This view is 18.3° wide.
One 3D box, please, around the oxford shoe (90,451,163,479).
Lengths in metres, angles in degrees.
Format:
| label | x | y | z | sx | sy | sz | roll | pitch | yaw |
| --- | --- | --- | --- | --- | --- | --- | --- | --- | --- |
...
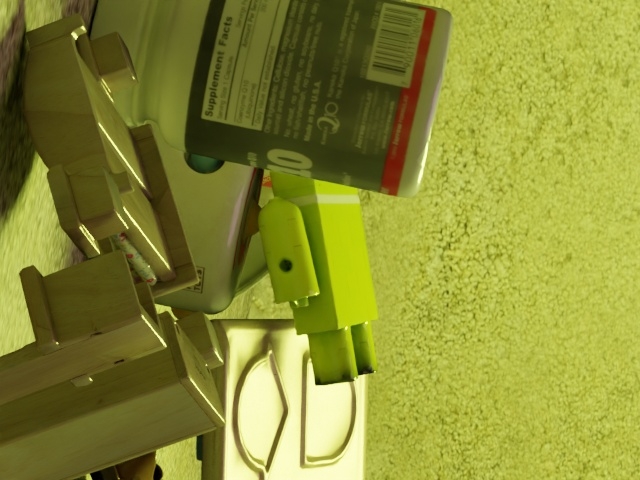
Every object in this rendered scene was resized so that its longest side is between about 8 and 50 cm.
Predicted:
| label | x | y | z | sx | sy | sz | roll | pitch | yaw |
| --- | --- | --- | --- | --- | --- | --- | --- | --- | --- |
| oxford shoe | -0.200 | 0.265 | 2.072 | 0.076 | 0.076 | 0.212 | 63 | -19 | 19 |

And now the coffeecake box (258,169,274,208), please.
| label | x | y | z | sx | sy | sz | roll | pitch | yaw |
| --- | --- | --- | --- | --- | --- | --- | --- | --- | --- |
| coffeecake box | -0.100 | -0.102 | 2.126 | 0.185 | 0.142 | 0.068 | -76 | 176 | -47 |

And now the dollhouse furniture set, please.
| label | x | y | z | sx | sy | sz | roll | pitch | yaw |
| --- | --- | --- | --- | --- | --- | --- | --- | --- | --- |
| dollhouse furniture set | -0.206 | -0.025 | 1.350 | 0.303 | 0.174 | 0.355 | 64 | 7 | -66 |

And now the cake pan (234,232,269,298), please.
| label | x | y | z | sx | sy | sz | roll | pitch | yaw |
| --- | --- | --- | --- | --- | --- | --- | --- | --- | --- |
| cake pan | -0.076 | -0.053 | 2.272 | 0.293 | 0.054 | 0.293 | -40 | -156 | 22 |

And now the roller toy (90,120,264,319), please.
| label | x | y | z | sx | sy | sz | roll | pitch | yaw |
| --- | --- | --- | --- | --- | --- | --- | --- | --- | --- |
| roller toy | -0.125 | -0.029 | 1.858 | 0.191 | 0.146 | 0.209 | 52 | 50 | -86 |

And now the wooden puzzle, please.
| label | x | y | z | sx | sy | sz | roll | pitch | yaw |
| --- | --- | --- | --- | --- | --- | --- | --- | --- | --- |
| wooden puzzle | -0.049 | 0.237 | 1.940 | 0.348 | 0.080 | 0.322 | 5 | 87 | -65 |

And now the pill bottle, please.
| label | x | y | z | sx | sy | sz | roll | pitch | yaw |
| --- | --- | --- | --- | --- | --- | --- | --- | --- | --- |
| pill bottle | -0.042 | -0.140 | 1.644 | 0.161 | 0.283 | 0.161 | 12 | 90 | -88 |

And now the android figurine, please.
| label | x | y | z | sx | sy | sz | roll | pitch | yaw |
| --- | --- | --- | --- | --- | --- | --- | --- | --- | --- |
| android figurine | 0.000 | 0.000 | 1.895 | 0.248 | 0.056 | 0.272 | -11 | 89 | -75 |
